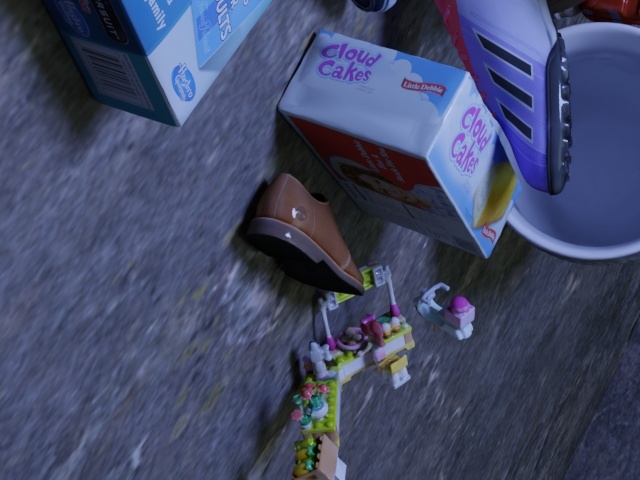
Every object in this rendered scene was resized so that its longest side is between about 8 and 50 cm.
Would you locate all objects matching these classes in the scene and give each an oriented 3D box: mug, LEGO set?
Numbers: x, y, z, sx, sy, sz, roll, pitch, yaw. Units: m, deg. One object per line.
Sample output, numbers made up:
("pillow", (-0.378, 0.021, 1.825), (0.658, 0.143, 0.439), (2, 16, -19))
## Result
("mug", (0.387, -0.137, 1.551), (0.374, 0.276, 0.328), (-47, 166, 8))
("LEGO set", (0.030, 0.118, 1.254), (0.287, 0.132, 0.107), (-42, 135, -35))

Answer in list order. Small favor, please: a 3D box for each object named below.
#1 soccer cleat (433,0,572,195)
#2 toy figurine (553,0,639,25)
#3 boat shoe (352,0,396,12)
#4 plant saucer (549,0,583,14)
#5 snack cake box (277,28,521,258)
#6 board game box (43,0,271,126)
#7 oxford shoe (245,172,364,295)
("soccer cleat", (0.169, -0.194, 1.168), (0.108, 0.116, 0.318), (18, 63, -79))
("toy figurine", (0.377, -0.387, 1.566), (0.213, 0.148, 0.209), (-40, 136, -43))
("boat shoe", (0.009, -0.235, 1.028), (0.083, 0.065, 0.183), (-50, 151, -13))
("plant saucer", (0.284, -0.336, 1.288), (0.041, 0.278, 0.278), (39, 67, -23))
("snack cake box", (0.084, -0.085, 1.168), (0.089, 0.152, 0.264), (-63, 155, -10))
("board game box", (-0.069, -0.283, 0.804), (0.336, 0.079, 0.254), (-58, 152, -24))
("oxford shoe", (0.000, 0.000, 1.161), (0.212, 0.076, 0.076), (50, 52, -62))
